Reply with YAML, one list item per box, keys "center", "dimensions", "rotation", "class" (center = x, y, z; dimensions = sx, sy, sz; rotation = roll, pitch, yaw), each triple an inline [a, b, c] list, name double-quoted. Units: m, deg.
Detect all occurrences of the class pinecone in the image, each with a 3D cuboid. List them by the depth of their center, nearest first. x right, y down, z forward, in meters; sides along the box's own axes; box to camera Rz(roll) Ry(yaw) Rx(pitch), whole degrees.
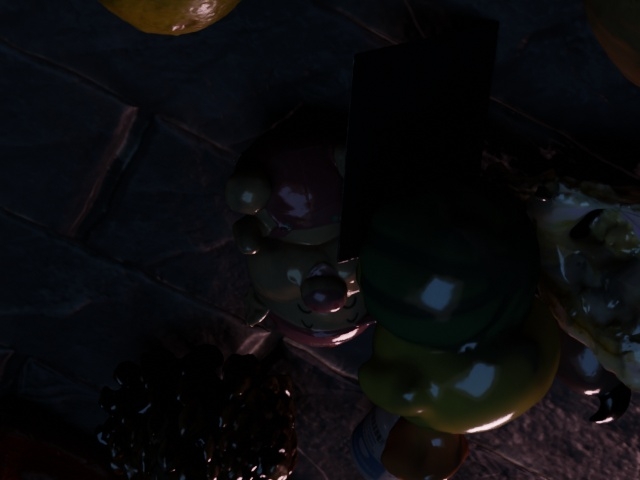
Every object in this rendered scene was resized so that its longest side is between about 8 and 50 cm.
- center: [-0.143, 0.237, 2.135]
  dimensions: [0.272, 0.224, 0.224]
  rotation: [10, 139, 38]
  class: "pinecone"

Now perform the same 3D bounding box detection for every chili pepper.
- center: [-0.338, 0.323, 2.338]
  dimensions: [0.253, 0.144, 0.136]
  rotation: [23, 99, -13]
  class: "chili pepper"

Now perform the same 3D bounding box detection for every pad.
- center: [0.094, -0.095, 1.762]
  dimensions: [0.170, 0.006, 0.245]
  rotation: [-16, 130, -25]
  class: "pad"

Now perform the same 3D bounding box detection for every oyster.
- center: [0.299, 0.021, 1.775]
  dimensions: [0.354, 0.107, 0.201]
  rotation: [43, 147, 22]
  class: "oyster"

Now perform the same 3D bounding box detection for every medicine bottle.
- center: [0.111, 0.218, 2.103]
  dimensions: [0.105, 0.105, 0.168]
  rotation: [27, 136, -8]
  class: "medicine bottle"

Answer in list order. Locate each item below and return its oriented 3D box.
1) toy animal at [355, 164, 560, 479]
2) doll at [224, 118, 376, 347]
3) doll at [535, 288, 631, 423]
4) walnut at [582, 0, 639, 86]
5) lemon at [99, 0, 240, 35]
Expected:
- center: [0.145, 0.084, 1.779]
  dimensions: [0.191, 0.216, 0.338]
  rotation: [18, 133, 30]
  class: "toy animal"
- center: [-0.002, 0.002, 1.873]
  dimensions: [0.196, 0.152, 0.256]
  rotation: [5, 127, 24]
  class: "doll"
- center: [0.330, 0.081, 1.879]
  dimensions: [0.257, 0.117, 0.182]
  rotation: [-35, 82, 37]
  class: "doll"
- center: [0.387, -0.233, 1.376]
  dimensions: [0.384, 0.383, 0.383]
  rotation: [10, 136, 10]
  class: "walnut"
- center: [-0.138, -0.295, 1.622]
  dimensions: [0.188, 0.188, 0.256]
  rotation: [11, 130, 9]
  class: "lemon"
